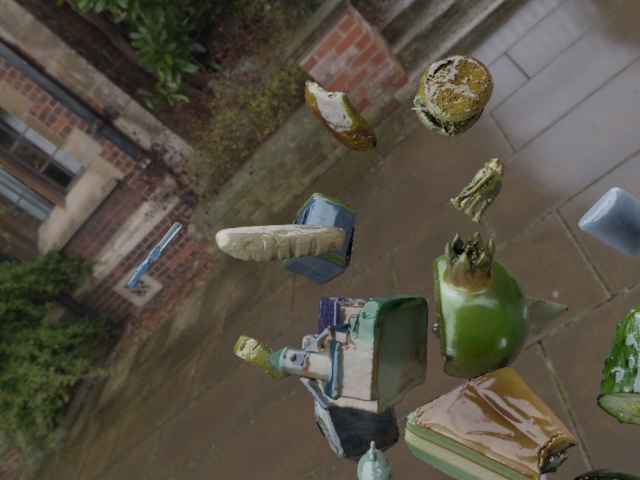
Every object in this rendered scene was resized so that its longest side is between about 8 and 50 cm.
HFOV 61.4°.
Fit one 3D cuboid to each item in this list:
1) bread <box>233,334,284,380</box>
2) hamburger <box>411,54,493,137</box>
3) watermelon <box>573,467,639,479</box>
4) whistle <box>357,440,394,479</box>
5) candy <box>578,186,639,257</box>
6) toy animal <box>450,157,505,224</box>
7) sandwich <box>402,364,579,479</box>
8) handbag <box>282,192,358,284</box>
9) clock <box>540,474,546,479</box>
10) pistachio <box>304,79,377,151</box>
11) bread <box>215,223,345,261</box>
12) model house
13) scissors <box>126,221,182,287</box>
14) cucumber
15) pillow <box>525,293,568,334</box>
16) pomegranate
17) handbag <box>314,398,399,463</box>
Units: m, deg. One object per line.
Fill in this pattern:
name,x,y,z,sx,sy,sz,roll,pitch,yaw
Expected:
bread,-0.145,0.297,1.367,0.064,0.156,0.117,-57,15,-9
hamburger,0.300,-0.333,1.241,0.186,0.176,0.113,-15,-11,-3
watermelon,0.715,0.730,1.258,0.363,0.363,0.363,-41,23,22
whistle,0.140,0.629,1.328,0.106,0.102,0.253,-18,62,37
candy,0.770,-0.044,1.370,0.138,0.174,0.071,-57,5,31
toy animal,0.322,-0.111,1.068,0.136,0.073,0.181,-55,-20,10
sandwich,0.295,0.367,0.949,0.228,0.155,0.198,-19,46,-17
handbag,0.000,0.000,1.921,0.263,0.223,0.240,136,153,-61
clock,0.643,0.645,1.626,0.063,0.150,0.197,-5,84,21
pistachio,0.021,-0.202,0.878,0.049,0.173,0.089,-39,-23,-20
bread,-0.063,0.007,0.885,0.073,0.215,0.053,119,147,-70
model house,0.059,0.235,1.221,0.280,0.312,0.244,2,89,31
scissors,-0.533,0.043,1.737,0.256,0.030,0.125,-49,16,4
cucumber,0.552,0.182,0.896,0.134,0.134,0.244,-16,39,55
pillow,0.621,0.219,1.735,0.184,0.303,0.074,119,166,-48
pomegranate,0.371,0.140,1.233,0.216,0.358,0.309,2,38,8
handbag,0.101,0.555,1.809,0.248,0.340,0.240,-15,-14,-11
